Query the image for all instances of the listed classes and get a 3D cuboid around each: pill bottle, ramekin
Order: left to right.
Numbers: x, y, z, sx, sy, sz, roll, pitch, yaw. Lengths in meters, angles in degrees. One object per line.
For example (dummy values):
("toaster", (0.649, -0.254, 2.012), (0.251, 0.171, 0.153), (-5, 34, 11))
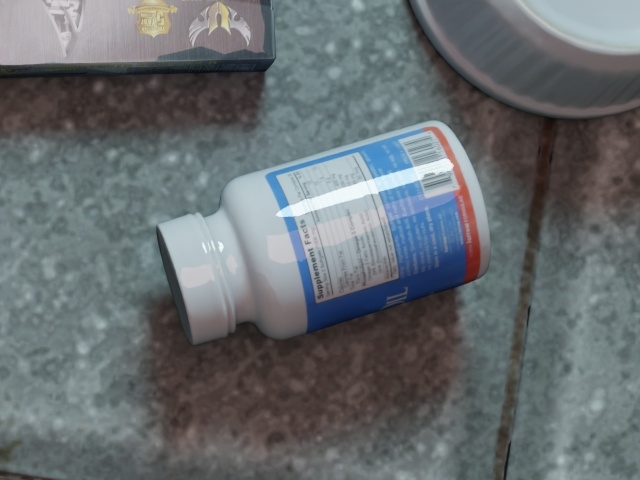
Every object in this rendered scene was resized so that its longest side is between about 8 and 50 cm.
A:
("pill bottle", (0.000, 0.000, 1.199), (0.221, 0.124, 0.124), (-17, 88, -9))
("ramekin", (0.205, -0.231, 1.250), (0.273, 0.127, 0.273), (1, 85, -10))

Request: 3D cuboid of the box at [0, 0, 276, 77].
("box", (-0.153, -0.214, 1.226), (0.231, 0.056, 0.183), (-2, 85, -9))
